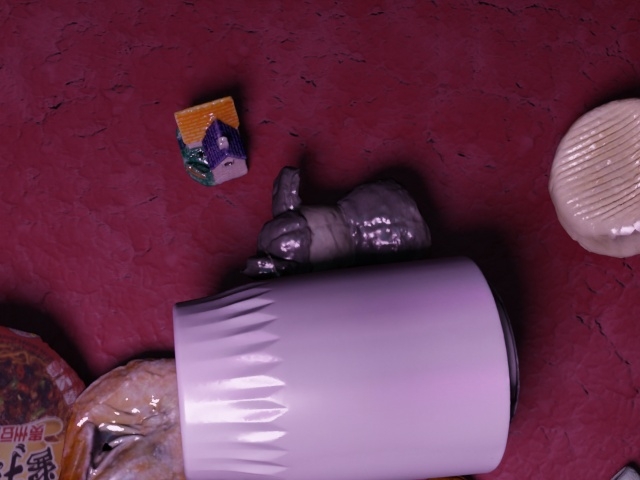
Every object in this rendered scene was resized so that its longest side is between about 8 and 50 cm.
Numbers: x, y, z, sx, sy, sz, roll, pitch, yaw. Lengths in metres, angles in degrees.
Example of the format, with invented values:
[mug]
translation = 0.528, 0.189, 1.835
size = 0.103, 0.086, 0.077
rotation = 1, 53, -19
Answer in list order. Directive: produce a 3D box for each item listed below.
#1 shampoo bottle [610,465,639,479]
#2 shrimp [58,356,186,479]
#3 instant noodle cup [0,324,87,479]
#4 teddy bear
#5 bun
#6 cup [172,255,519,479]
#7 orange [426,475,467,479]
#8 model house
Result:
[shampoo bottle]
translation = 0.425, 0.368, 1.126
size = 0.069, 0.041, 0.191
rotation = -40, 77, -19
[shrimp]
translation = -0.258, 0.256, 1.109
size = 0.317, 0.077, 0.168
rotation = -30, 76, -25
[instant noodle cup]
translation = -0.415, 0.234, 1.100
size = 0.274, 0.090, 0.274
rotation = 1, 89, -34
[teddy bear]
translation = 0.011, -0.013, 1.199
size = 0.251, 0.144, 0.171
rotation = -3, 68, -12
[bun]
translation = 0.416, -0.078, 1.242
size = 0.222, 0.127, 0.222
rotation = -10, 68, 27
[cup]
translation = 0.022, 0.155, 1.065
size = 0.371, 0.253, 0.253
rotation = -4, 71, -8
[orange]
translation = 0.152, 0.327, 1.123
size = 0.086, 0.062, 0.086
rotation = 26, 42, -26
[model house]
translation = -0.150, -0.138, 1.255
size = 0.087, 0.100, 0.101
rotation = -16, 73, -7
